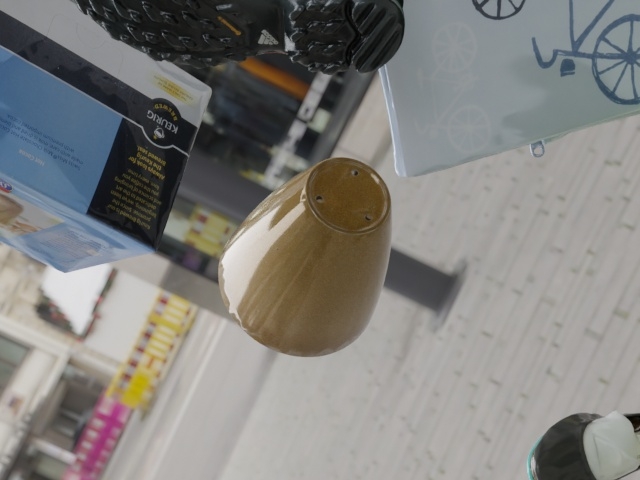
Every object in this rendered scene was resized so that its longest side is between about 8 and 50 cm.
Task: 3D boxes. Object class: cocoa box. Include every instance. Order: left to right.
[{"bbox_3d":[-0.348,-0.139,1.516,0.231,0.347,0.228,-11,56,50],"label":"cocoa box"}]

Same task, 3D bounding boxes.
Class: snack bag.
[{"bbox_3d":[0.193,-0.241,1.268,0.037,0.342,0.323,-140,34,-68],"label":"snack bag"}]

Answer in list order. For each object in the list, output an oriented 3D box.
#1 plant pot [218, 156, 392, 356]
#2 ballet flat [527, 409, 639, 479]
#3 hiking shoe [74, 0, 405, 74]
[{"bbox_3d":[0.000,0.000,1.801,0.254,0.237,0.237,118,175,-57],"label":"plant pot"},{"bbox_3d":[0.357,0.246,1.604,0.096,0.095,0.280,-23,-10,37],"label":"ballet flat"},{"bbox_3d":[-0.071,-0.226,1.165,0.113,0.304,0.132,99,-178,-47],"label":"hiking shoe"}]
